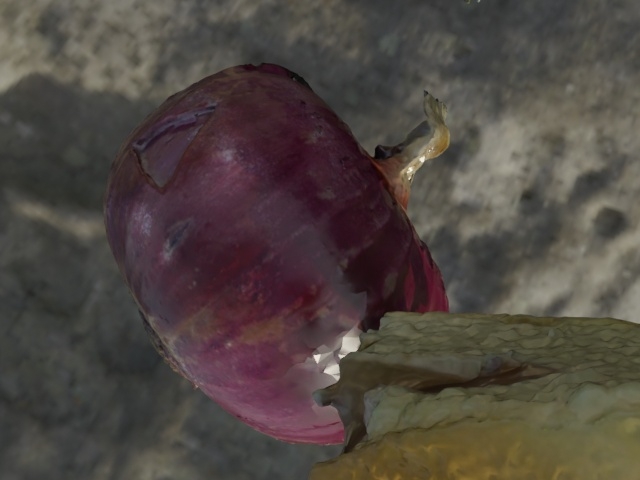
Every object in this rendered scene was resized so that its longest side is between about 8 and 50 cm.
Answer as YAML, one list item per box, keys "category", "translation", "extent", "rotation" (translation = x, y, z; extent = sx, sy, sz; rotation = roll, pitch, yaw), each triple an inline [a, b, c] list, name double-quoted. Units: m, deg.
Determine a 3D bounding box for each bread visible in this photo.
- category: "bread"
  translation: [0.106, 0.147, 0.766]
  extent: [0.224, 0.184, 0.211]
  rotation: [-4, 96, 27]

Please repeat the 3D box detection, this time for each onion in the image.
- category: "onion"
  translation: [-0.021, 0.021, 1.180]
  extent: [0.256, 0.230, 0.272]
  rotation: [22, 114, -43]

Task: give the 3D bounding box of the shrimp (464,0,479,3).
- category: "shrimp"
  translation: [0.056, -0.305, 1.244]
  extent: [0.287, 0.185, 0.068]
  rotation: [36, -179, 38]
